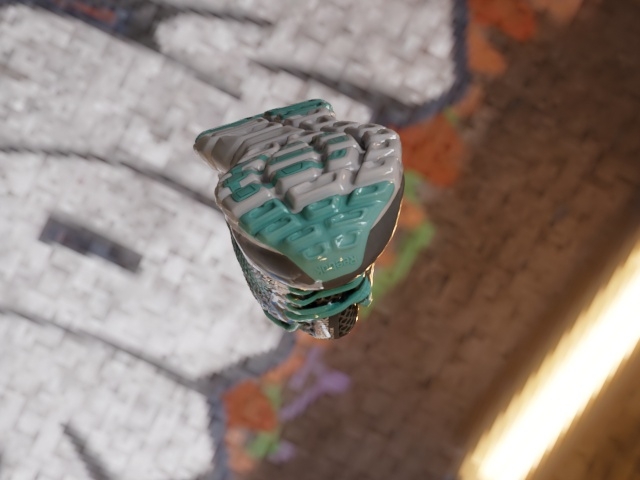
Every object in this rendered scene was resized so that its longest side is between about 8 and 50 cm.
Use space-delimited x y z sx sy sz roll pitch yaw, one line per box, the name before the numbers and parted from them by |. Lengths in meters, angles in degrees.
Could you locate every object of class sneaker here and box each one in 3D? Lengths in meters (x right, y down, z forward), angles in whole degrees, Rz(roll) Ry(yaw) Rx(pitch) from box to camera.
sneaker | 0.000 0.000 0.634 0.166 0.065 0.076 -117 -170 -76
